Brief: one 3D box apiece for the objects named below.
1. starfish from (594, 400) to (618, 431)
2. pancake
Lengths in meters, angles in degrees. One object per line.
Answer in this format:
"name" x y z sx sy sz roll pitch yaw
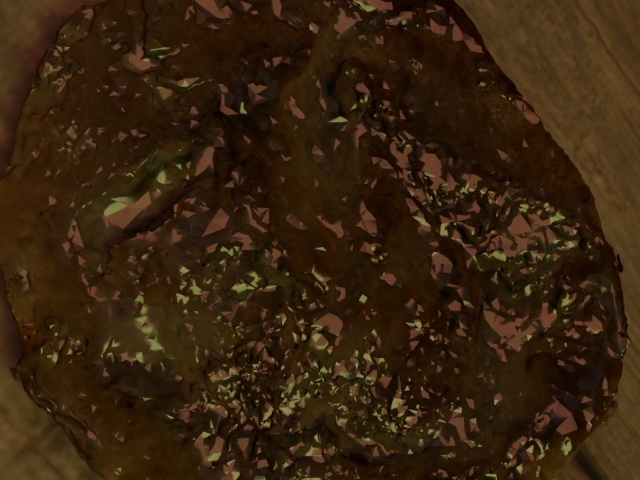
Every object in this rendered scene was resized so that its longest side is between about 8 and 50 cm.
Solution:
"starfish" 0.090 0.057 0.529 0.295 0.048 0.231 8 85 -24
"pancake" 0.001 -0.001 0.452 0.356 0.065 0.356 4 77 -18
